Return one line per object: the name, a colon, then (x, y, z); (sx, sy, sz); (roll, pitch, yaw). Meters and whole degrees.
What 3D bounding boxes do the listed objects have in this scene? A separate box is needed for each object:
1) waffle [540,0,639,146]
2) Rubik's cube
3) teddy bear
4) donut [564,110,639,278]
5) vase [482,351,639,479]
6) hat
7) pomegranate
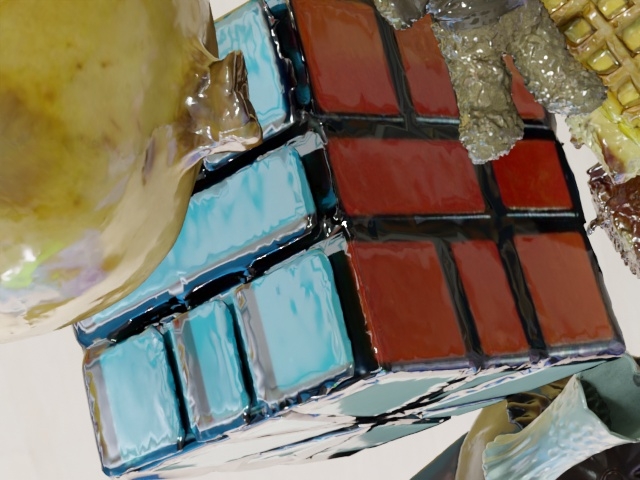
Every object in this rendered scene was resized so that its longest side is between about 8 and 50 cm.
waffle: (0.214, -0.150, 1.212); (0.191, 0.038, 0.191); (-1, 83, 11)
Rubik's cube: (0.000, 0.000, 1.433); (0.288, 0.283, 0.293); (-24, 162, 39)
teddy bear: (0.089, -0.133, 1.092); (0.119, 0.078, 0.160); (-25, 107, -9)
donut: (0.252, -0.064, 1.469); (0.141, 0.085, 0.217); (-30, 144, 3)
vase: (0.186, 0.151, 1.532); (0.081, 0.081, 0.149); (29, 136, -16)
hat: (0.203, 0.247, 1.784); (0.336, 0.209, 0.238); (-40, 91, 1)
pomegranate: (-0.195, -0.088, 1.065); (0.307, 0.307, 0.307); (-1, 117, -2)
